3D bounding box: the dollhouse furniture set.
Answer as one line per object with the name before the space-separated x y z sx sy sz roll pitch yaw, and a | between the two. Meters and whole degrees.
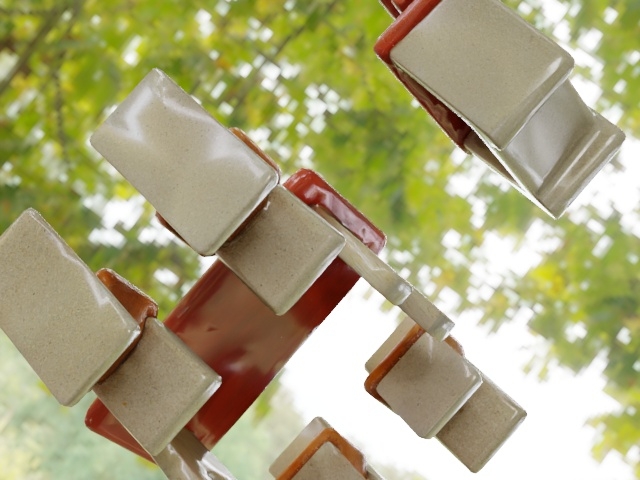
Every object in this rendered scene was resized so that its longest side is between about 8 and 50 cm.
dollhouse furniture set | 0.000 0.000 0.727 0.135 0.259 0.262 42 0 39
